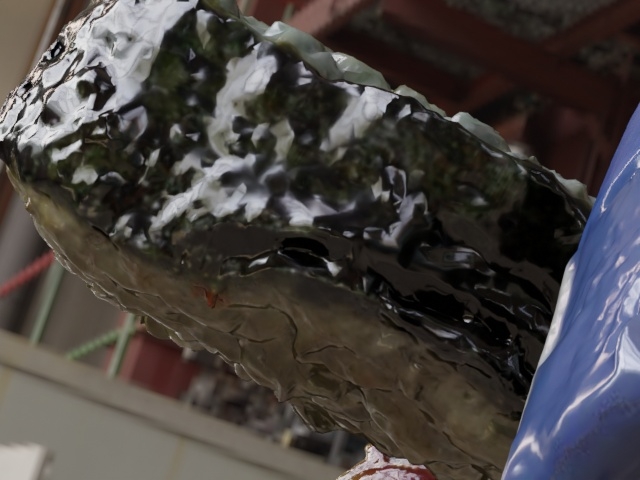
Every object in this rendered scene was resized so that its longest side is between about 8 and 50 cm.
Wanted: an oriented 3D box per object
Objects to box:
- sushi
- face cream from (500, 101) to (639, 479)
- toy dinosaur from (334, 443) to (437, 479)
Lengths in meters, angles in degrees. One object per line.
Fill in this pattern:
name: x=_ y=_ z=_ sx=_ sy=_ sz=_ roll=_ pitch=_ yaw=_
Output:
sushi: x=0.000 y=0.000 z=0.940 sx=0.350 sy=0.170 sz=0.211 roll=30 pitch=-6 yaw=9
face cream: x=0.195 y=0.062 z=0.595 sx=0.249 sy=0.225 sz=0.249 roll=11 pitch=-51 yaw=14
toy dinosaur: x=0.123 y=0.211 z=1.129 sx=0.327 sy=0.206 sz=0.113 roll=-11 pitch=-43 yaw=-17
